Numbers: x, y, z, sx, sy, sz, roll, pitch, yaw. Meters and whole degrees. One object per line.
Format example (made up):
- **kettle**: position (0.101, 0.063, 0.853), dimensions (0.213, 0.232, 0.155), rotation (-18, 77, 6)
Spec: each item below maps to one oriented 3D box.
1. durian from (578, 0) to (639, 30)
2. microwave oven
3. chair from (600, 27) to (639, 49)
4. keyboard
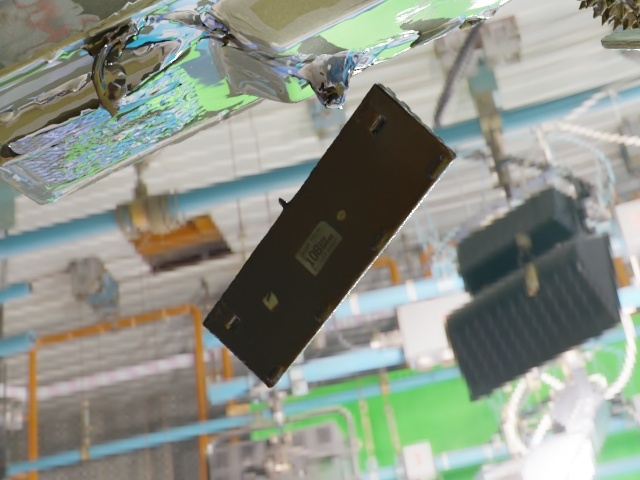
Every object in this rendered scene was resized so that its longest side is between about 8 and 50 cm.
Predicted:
- **durian**: position (0.389, -0.343, 1.351), dimensions (0.291, 0.225, 0.291), rotation (4, -12, 1)
- **microwave oven**: position (-0.040, -0.253, 0.683), dimensions (0.432, 0.374, 0.236), rotation (-25, -9, -1)
- **chair**: position (0.394, -0.118, 1.014), dimensions (0.160, 0.186, 0.319), rotation (-8, -3, -37)
- **keyboard**: position (0.000, 0.000, 1.140), dimensions (0.317, 0.106, 0.027), rotation (-52, -12, 34)
